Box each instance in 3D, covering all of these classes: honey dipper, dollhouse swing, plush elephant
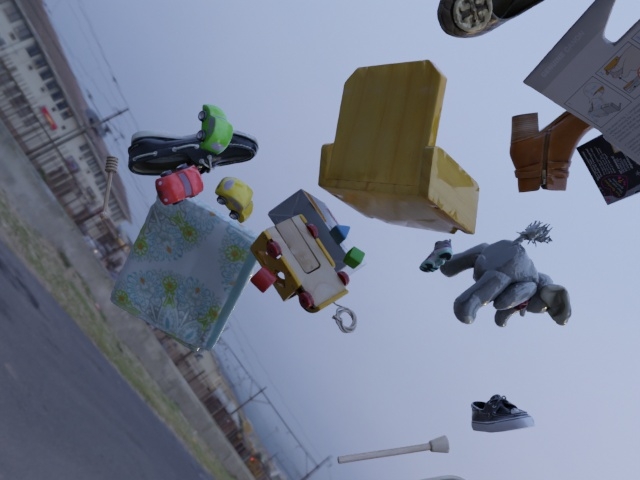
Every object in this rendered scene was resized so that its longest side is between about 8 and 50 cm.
[{"bbox_3d":[-0.519,-0.129,1.363,0.030,0.030,0.161,129,-36,-71],"label":"honey dipper"},{"bbox_3d":[0.214,-0.224,1.382,0.346,0.305,0.315,11,-13,46],"label":"dollhouse swing"},{"bbox_3d":[0.524,0.126,1.519,0.255,0.330,0.272,50,12,-24],"label":"plush elephant"}]

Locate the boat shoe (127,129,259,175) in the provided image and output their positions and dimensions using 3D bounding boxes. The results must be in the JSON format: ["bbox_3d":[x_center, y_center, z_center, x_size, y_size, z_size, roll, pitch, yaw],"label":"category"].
[{"bbox_3d":[-0.293,-0.194,1.293,0.114,0.302,0.091,81,7,-61],"label":"boat shoe"}]

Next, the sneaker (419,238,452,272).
[{"bbox_3d":[0.272,0.030,1.296,0.038,0.069,0.098,36,-47,-19],"label":"sneaker"}]

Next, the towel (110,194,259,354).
[{"bbox_3d":[-0.353,0.082,1.475,0.320,0.375,0.090,30,13,0],"label":"towel"}]

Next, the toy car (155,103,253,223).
[{"bbox_3d":[-0.203,-0.160,1.070,0.053,0.239,0.225,-7,-103,35],"label":"toy car"}]

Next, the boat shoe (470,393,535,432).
[{"bbox_3d":[0.390,0.376,1.218,0.228,0.080,0.076,107,-24,-72],"label":"boat shoe"}]

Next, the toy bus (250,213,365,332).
[{"bbox_3d":[-0.034,0.060,0.965,0.190,0.202,0.104,21,-34,-18],"label":"toy bus"}]

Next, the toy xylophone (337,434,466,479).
[{"bbox_3d":[0.122,0.449,0.906,0.081,0.322,0.236,-123,-157,-65],"label":"toy xylophone"}]

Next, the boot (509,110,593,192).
[{"bbox_3d":[0.663,-0.245,1.510,0.109,0.283,0.220,-24,108,-78],"label":"boot"}]

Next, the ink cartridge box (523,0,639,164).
[{"bbox_3d":[0.419,-0.210,0.598,0.261,0.066,0.296,36,-32,1],"label":"ink cartridge box"}]

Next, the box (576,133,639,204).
[{"bbox_3d":[0.756,-0.204,1.331,0.142,0.247,0.164,-31,-97,50],"label":"box"}]

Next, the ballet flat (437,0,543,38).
[{"bbox_3d":[0.256,-0.313,0.657,0.084,0.249,0.058,67,-5,-32],"label":"ballet flat"}]

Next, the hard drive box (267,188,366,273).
[{"bbox_3d":[0.000,0.000,1.190,0.181,0.089,0.232,56,7,9],"label":"hard drive box"}]
